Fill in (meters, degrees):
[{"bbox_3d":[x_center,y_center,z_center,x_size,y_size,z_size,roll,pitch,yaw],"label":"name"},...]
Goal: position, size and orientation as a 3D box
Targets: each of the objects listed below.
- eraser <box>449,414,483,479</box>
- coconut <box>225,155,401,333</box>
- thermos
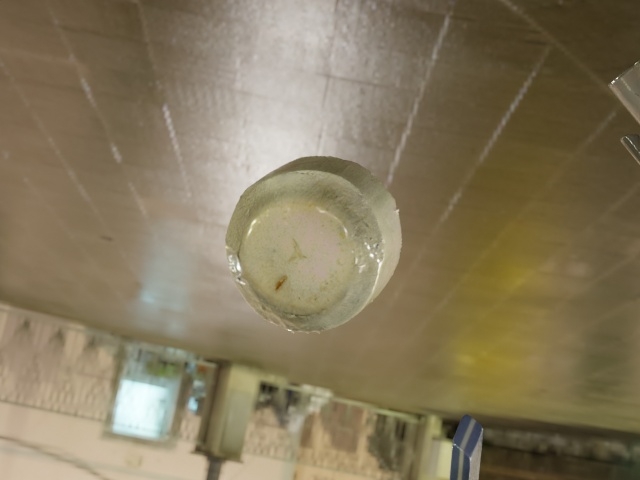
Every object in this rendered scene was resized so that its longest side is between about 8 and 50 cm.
[{"bbox_3d":[0.240,0.401,1.829,0.036,0.082,0.225,13,124,19],"label":"eraser"},{"bbox_3d":[0.000,0.000,1.361,0.224,0.224,0.234,8,-175,14],"label":"coconut"},{"bbox_3d":[0.431,-0.133,1.300,0.193,0.137,0.105,54,171,3],"label":"thermos"}]
